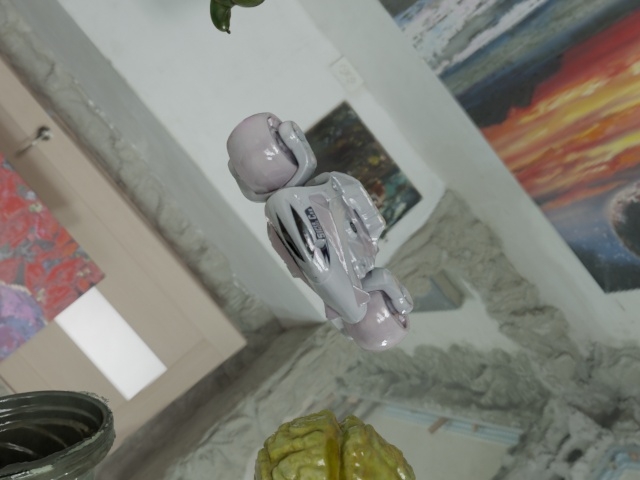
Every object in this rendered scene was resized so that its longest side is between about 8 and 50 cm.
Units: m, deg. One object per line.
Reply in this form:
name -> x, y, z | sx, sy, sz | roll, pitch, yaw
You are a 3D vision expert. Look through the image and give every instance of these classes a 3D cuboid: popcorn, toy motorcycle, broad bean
popcorn -> 0.022, 0.391, 1.104 | 0.270, 0.257, 0.224 | -7, 148, -46
toy motorcycle -> 0.000, 0.000, 0.647 | 0.112, 0.254, 0.112 | -33, -167, 8
broad bean -> -0.116, -0.366, 1.045 | 0.048, 0.070, 0.214 | -30, -173, -27

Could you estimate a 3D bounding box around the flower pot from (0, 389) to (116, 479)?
flower pot -> -0.344, 0.275, 0.817 | 0.236, 0.140, 0.235 | -6, -168, 1
